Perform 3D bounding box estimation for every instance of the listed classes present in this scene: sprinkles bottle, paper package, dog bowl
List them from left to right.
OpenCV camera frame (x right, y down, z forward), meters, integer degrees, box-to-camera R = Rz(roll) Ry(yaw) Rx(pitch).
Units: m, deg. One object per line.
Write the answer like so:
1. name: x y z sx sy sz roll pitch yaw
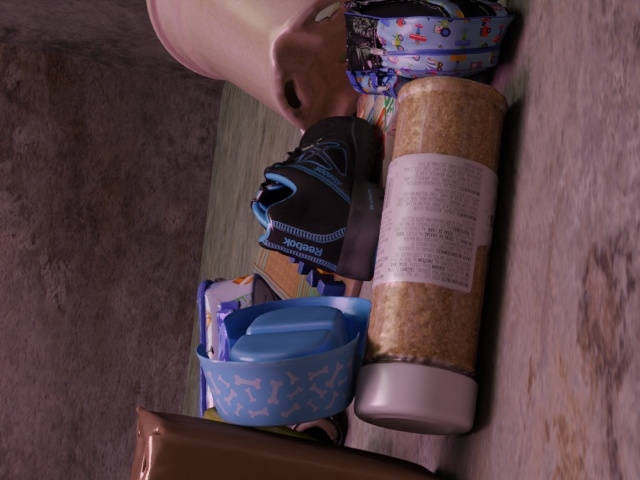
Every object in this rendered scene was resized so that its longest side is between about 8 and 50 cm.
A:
1. paper package: -0.047 0.348 1.369 0.168 0.324 0.310 -179 101 -79
2. dog bowl: -0.030 0.124 1.470 0.297 0.165 0.074 -50 -45 -78
3. sprinkles bottle: 0.115 0.014 1.424 0.121 0.121 0.356 134 146 -71

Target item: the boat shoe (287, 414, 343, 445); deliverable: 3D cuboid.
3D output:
1. boat shoe: -0.013 0.264 1.917 0.092 0.102 0.285 136 146 -54

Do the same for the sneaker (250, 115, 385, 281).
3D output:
1. sneaker: -0.008 -0.071 1.631 0.341 0.139 0.125 -103 25 -67

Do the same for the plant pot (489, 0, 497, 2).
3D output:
1. plant pot: 0.165 -0.392 1.486 0.167 0.188 0.188 -26 52 60

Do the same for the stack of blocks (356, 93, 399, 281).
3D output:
1. stack of blocks: 0.105 -0.112 1.698 0.171 0.087 0.297 114 163 -50

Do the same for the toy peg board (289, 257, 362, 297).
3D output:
1. toy peg board: 0.000 0.000 2.029 0.161 0.079 0.161 46 126 55

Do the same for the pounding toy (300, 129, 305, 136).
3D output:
1. pounding toy: 0.039 -0.210 2.204 0.269 0.154 0.154 -84 -21 -77

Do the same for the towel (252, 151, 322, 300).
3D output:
1. towel: -0.047 0.073 2.220 0.271 0.040 0.370 42 121 55

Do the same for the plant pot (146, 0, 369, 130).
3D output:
1. plant pot: -0.030 -0.310 1.918 0.305 0.333 0.334 48 130 47

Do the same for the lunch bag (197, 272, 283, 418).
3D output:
1. lunch bag: -0.110 0.199 2.032 0.243 0.114 0.303 49 -145 -67

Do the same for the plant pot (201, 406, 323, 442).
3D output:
1. plant pot: -0.087 0.394 1.608 0.353 0.366 0.366 -67 11 -1

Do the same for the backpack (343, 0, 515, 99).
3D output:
1. backpack: 0.127 -0.214 1.542 0.173 0.158 0.117 15 109 56
